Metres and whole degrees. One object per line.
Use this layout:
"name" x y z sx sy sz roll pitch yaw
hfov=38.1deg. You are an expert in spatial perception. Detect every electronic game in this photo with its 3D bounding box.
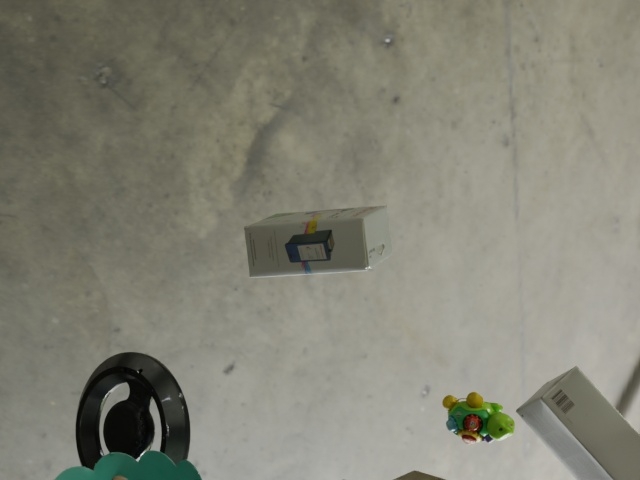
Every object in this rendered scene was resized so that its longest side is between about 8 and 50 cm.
"electronic game" -0.278 0.278 1.354 0.048 0.229 0.229 9 91 -55

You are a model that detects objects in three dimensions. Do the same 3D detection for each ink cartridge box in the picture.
"ink cartridge box" 0.000 0.000 1.564 0.154 0.212 0.093 -28 114 -67

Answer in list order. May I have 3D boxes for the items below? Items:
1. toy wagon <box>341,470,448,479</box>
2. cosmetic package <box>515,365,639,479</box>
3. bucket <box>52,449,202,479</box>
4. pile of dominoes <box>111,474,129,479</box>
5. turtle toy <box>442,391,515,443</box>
"toy wagon" 0.125 0.375 0.909 0.344 0.267 0.068 -75 -177 -57
"cosmetic package" 0.320 0.248 0.983 0.060 0.099 0.239 -38 79 -17
"bucket" -0.232 0.399 1.082 0.281 0.281 0.183 -34 122 -36
"pile of dominoes" -0.146 0.344 0.799 0.251 0.040 0.196 37 82 -10
"turtle toy" 0.258 0.295 1.503 0.095 0.130 0.066 39 53 -30
